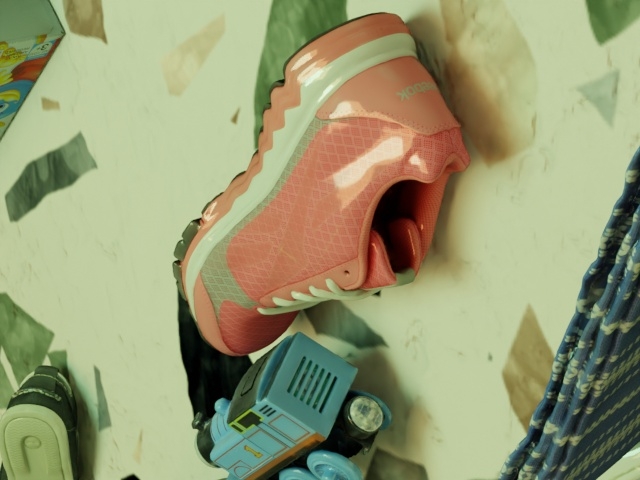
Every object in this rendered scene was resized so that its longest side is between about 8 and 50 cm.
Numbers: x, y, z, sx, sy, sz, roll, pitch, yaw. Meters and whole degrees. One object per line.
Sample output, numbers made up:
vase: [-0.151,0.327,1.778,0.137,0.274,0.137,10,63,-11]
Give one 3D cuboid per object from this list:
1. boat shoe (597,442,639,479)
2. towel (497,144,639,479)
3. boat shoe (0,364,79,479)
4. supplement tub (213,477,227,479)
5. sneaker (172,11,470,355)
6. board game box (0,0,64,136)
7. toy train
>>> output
boat shoe: [0.174,0.183,1.026,0.103,0.118,0.320,54,144,16]
towel: [0.191,-0.035,0.790,0.040,0.243,0.336,38,136,24]
boat shoe: [-0.260,0.219,1.650,0.079,0.084,0.233,-89,5,-51]
supplement tub: [-0.153,0.333,1.325,0.235,0.325,0.235,23,120,46]
sneaker: [0.000,0.000,1.176,0.136,0.116,0.314,53,139,23]
board game box: [-0.361,-0.154,1.562,0.144,0.142,0.275,62,142,15]
toy train: [-0.026,0.138,1.264,0.105,0.080,0.184,36,146,-10]
